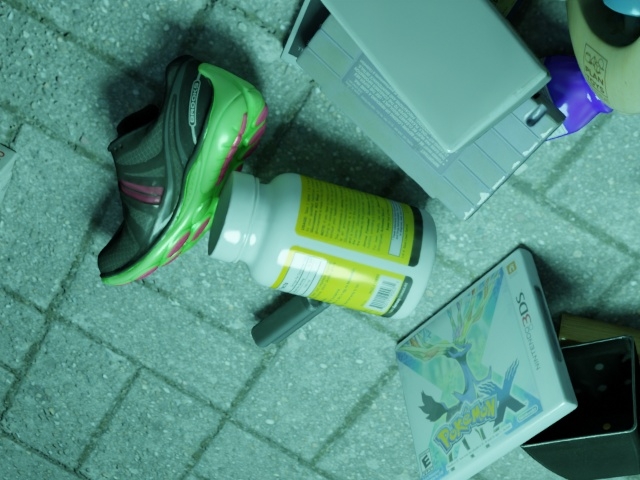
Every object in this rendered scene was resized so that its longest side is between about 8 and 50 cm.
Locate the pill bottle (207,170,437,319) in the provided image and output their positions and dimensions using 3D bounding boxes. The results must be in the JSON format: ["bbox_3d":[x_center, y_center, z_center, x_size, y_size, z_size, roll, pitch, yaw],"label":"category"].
[{"bbox_3d":[0.000,0.000,1.821,0.334,0.188,0.188,16,129,-13],"label":"pill bottle"}]

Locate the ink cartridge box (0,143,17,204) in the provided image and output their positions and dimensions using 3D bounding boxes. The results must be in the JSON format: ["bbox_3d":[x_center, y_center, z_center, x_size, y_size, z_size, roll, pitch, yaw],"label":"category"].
[{"bbox_3d":[-0.691,-0.108,2.020,0.233,0.171,0.168,29,128,-3],"label":"ink cartridge box"}]

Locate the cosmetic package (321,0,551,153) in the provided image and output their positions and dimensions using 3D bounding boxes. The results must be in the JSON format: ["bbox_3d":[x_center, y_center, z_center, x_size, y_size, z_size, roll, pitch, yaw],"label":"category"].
[{"bbox_3d":[0.093,-0.335,1.478,0.161,0.230,0.453,-39,87,14],"label":"cosmetic package"}]

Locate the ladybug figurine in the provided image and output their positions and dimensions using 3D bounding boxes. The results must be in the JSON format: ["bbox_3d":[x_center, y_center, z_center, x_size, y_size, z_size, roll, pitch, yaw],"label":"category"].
[{"bbox_3d":[0.438,-0.366,1.439,0.162,0.305,0.449,-10,128,-18],"label":"ladybug figurine"}]

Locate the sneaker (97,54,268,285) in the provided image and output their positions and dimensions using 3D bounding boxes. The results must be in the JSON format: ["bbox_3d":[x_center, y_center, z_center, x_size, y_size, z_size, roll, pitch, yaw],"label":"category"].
[{"bbox_3d":[-0.258,-0.112,1.907,0.202,0.185,0.482,42,124,9],"label":"sneaker"}]

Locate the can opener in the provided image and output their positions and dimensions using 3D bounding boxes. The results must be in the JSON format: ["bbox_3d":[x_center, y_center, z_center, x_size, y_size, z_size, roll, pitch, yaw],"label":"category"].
[{"bbox_3d":[-0.023,0.094,2.027,0.280,0.074,0.093,-44,69,34],"label":"can opener"}]

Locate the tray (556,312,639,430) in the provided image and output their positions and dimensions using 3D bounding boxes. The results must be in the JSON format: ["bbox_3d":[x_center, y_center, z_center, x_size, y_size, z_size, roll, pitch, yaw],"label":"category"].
[{"bbox_3d":[0.592,0.264,1.939,0.411,0.076,0.202,12,126,10],"label":"tray"}]

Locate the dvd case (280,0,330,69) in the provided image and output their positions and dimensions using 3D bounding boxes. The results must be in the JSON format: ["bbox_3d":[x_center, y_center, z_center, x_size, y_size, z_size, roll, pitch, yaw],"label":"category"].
[{"bbox_3d":[0.061,-0.334,1.714,0.179,0.029,0.238,26,127,-1],"label":"dvd case"}]

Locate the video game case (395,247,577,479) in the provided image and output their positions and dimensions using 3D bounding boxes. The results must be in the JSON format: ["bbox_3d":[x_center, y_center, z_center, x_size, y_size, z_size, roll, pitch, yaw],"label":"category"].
[{"bbox_3d":[0.258,0.219,1.883,0.036,0.299,0.329,20,133,-32],"label":"video game case"}]

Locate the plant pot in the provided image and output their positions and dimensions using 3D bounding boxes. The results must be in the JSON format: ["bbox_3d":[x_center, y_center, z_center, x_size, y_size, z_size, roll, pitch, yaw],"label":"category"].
[{"bbox_3d":[0.439,0.290,1.856,0.188,0.187,0.167,-13,131,25],"label":"plant pot"}]

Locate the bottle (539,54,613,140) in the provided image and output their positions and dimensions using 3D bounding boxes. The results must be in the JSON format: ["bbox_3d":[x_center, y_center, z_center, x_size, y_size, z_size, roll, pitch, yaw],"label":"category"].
[{"bbox_3d":[0.340,-0.210,1.673,0.283,0.092,0.118,-17,115,27],"label":"bottle"}]

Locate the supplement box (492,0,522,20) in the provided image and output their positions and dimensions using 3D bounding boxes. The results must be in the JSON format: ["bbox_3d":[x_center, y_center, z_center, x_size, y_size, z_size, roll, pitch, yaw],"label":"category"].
[{"bbox_3d":[0.243,-0.356,1.606,0.083,0.083,0.056,29,128,-4],"label":"supplement box"}]

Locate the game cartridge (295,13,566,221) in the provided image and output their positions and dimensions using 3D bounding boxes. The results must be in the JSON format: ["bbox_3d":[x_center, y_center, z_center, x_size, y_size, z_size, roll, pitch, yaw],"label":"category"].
[{"bbox_3d":[0.152,-0.220,1.663,0.355,0.068,0.230,45,130,5],"label":"game cartridge"}]
